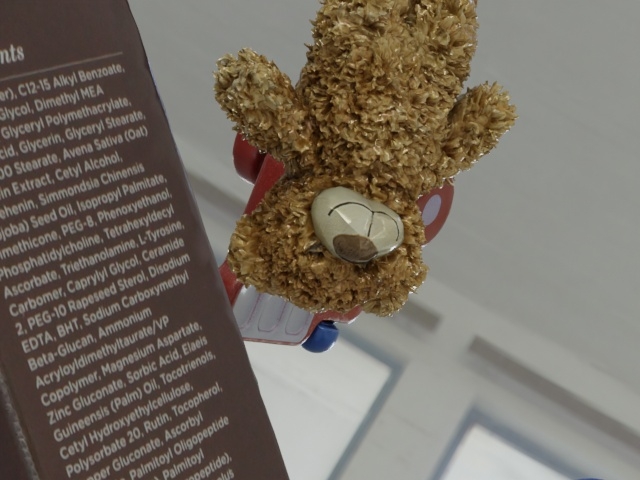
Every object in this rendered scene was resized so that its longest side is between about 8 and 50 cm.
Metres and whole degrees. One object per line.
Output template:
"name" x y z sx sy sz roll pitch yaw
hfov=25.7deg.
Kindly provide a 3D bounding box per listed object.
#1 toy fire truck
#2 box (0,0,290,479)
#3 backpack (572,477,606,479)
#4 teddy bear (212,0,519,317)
"toy fire truck" 0.000 0.000 1.547 0.169 0.254 0.302 27 7 30
"box" -0.144 0.055 0.576 0.191 0.143 0.382 -14 -82 36
"backpack" 0.226 0.354 1.273 0.276 0.263 0.213 -27 -55 26
"teddy bear" 0.044 -0.107 1.055 0.245 0.338 0.113 37 -14 -35
